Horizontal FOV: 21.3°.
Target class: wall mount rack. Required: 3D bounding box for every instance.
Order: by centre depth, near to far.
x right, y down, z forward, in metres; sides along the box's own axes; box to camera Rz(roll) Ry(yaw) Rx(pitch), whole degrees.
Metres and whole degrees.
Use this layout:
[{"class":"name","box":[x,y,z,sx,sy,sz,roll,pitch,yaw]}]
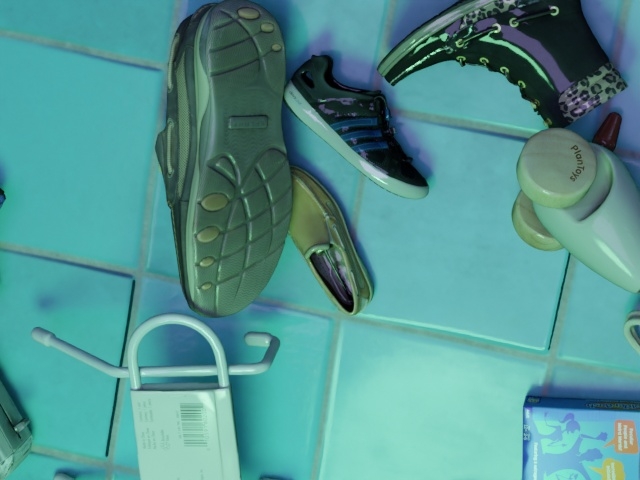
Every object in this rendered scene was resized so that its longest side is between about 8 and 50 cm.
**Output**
[{"class":"wall mount rack","box":[-0.193,0.222,1.983,0.304,0.130,0.350,-1,112,8]}]

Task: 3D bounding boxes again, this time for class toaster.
[{"class":"toaster","box":[-0.460,0.249,2.057,0.227,0.129,0.146,-34,95,15]}]

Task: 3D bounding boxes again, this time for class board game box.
[{"class":"board game box","box":[0.335,0.262,1.932,0.210,0.047,0.160,1,101,11]}]

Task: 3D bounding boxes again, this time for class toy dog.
[{"class":"toy dog","box":[0.354,-0.015,1.818,0.334,0.220,0.161,44,75,-7]}]

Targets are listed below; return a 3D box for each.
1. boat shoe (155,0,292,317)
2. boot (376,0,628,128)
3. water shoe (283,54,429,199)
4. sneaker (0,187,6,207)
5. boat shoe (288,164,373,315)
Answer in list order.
[{"class":"boat shoe","box":[-0.113,-0.093,1.918,0.132,0.130,0.355,2,96,-34]},{"class":"boot","box":[0.198,-0.185,1.849,0.236,0.085,0.178,-31,94,14]},{"class":"water shoe","box":[0.051,-0.128,1.900,0.203,0.073,0.080,39,104,2]},{"class":"sneaker","box":[-0.419,0.033,2.038,0.087,0.083,0.221,24,111,-7]},{"class":"boat shoe","box":[0.000,0.000,1.936,0.068,0.072,0.190,-33,93,16]}]
